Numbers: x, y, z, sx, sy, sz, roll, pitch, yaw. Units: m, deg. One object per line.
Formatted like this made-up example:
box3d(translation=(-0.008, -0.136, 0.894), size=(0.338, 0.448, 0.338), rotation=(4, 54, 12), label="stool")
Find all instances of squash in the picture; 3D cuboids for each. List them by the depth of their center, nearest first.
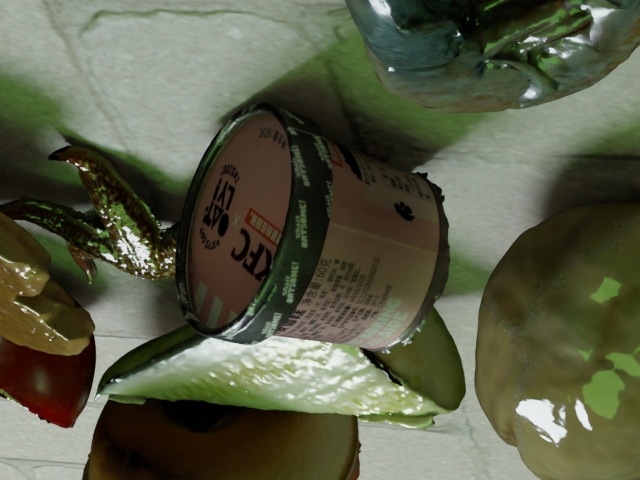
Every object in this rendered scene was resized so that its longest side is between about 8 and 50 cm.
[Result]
box3d(translation=(-0.033, 0.094, 1.466), size=(0.169, 0.093, 0.252), rotation=(38, 138, -25), label="squash")

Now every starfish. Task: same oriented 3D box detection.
box3d(translation=(-0.121, 0.004, 1.373), size=(0.213, 0.057, 0.238), rotation=(-6, 150, 45), label="starfish")

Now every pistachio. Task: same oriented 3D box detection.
box3d(translation=(0.188, 0.070, 1.287), size=(0.162, 0.181, 0.293), rotation=(41, 161, 24), label="pistachio")

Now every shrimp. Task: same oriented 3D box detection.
box3d(translation=(0.093, -0.134, 1.001), size=(0.178, 0.075, 0.289), rotation=(-7, 150, 16), label="shrimp")

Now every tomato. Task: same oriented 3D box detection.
box3d(translation=(-0.236, 0.074, 1.522), size=(0.139, 0.091, 0.159), rotation=(37, 174, -34), label="tomato")

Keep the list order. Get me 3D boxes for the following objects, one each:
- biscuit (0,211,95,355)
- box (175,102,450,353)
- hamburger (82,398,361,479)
box3d(translation=(-0.319, -0.024, 1.337), size=(0.376, 0.051, 0.269), rotation=(32, 157, -20), label="biscuit")
box3d(translation=(0.000, 0.000, 1.227), size=(0.135, 0.151, 0.151), rotation=(13, 156, -28), label="box")
box3d(translation=(-0.079, 0.175, 1.525), size=(0.236, 0.237, 0.147), rotation=(0, 129, 19), label="hamburger")
